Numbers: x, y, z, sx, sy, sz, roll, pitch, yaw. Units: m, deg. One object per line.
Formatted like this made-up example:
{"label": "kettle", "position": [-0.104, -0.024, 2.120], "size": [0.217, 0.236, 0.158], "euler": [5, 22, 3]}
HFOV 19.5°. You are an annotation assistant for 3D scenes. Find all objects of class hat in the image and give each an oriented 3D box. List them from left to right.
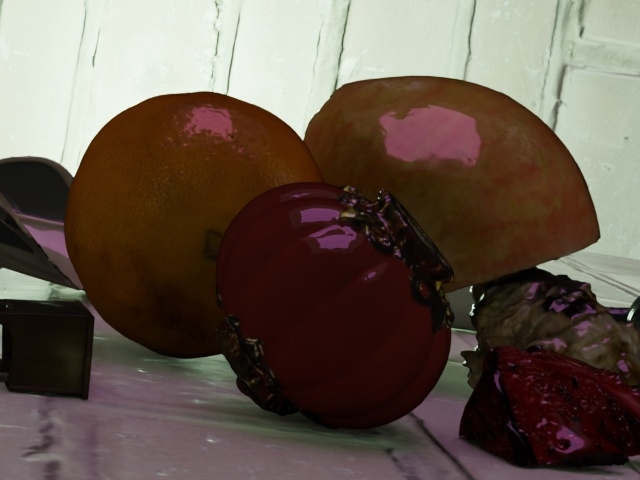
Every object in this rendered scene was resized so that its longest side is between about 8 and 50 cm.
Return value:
{"label": "hat", "position": [-0.372, -0.016, 2.017], "size": [0.275, 0.161, 0.232], "euler": [24, 19, 2]}

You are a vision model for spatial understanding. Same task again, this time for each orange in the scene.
{"label": "orange", "position": [-0.118, -0.015, 1.799], "size": [0.261, 0.261, 0.261], "euler": [9, 5, -1]}

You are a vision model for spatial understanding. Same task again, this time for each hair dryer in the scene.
{"label": "hair dryer", "position": [0.376, 0.104, 2.508], "size": [0.219, 0.071, 0.124], "euler": [3, 4, 13]}

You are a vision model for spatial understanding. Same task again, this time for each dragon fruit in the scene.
{"label": "dragon fruit", "position": [0.227, 0.144, 1.596], "size": [0.192, 0.092, 0.122], "euler": [8, 5, -12]}

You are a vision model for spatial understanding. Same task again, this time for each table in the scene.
{"label": "table", "position": [-0.237, 0.088, 1.546], "size": [0.082, 0.070, 0.083], "euler": [4, 7, -16]}

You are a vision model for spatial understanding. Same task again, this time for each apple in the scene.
{"label": "apple", "position": [0.123, -0.039, 1.969], "size": [0.314, 0.252, 0.309], "euler": [37, 19, 18]}

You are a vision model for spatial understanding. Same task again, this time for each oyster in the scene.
{"label": "oyster", "position": [0.240, 0.099, 1.918], "size": [0.198, 0.133, 0.337], "euler": [13, 7, -6]}

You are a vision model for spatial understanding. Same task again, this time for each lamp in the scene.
{"label": "lamp", "position": [0.006, 0.058, 1.572], "size": [0.227, 0.227, 0.227], "euler": [9, 5, -1]}

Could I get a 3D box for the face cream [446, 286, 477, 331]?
{"label": "face cream", "position": [0.142, 0.070, 2.353], "size": [0.250, 0.077, 0.077], "euler": [9, 5, -15]}
